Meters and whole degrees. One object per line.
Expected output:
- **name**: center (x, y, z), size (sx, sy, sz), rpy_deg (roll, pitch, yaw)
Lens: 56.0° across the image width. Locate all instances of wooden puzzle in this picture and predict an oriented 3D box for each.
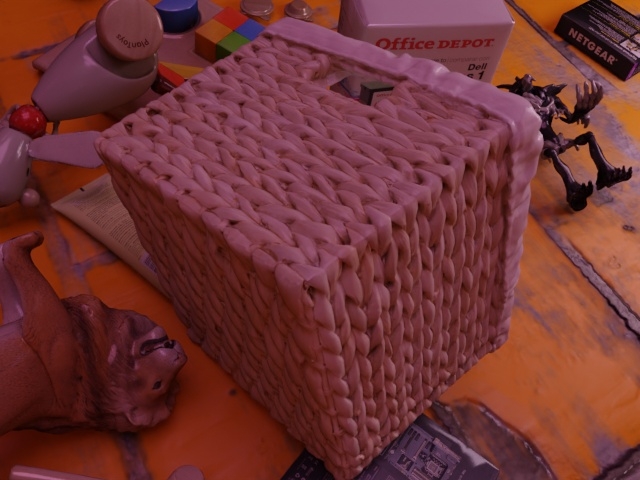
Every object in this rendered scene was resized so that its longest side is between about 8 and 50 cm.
- **wooden puzzle**: center (-0.246, -0.320, 1.003), size (0.347, 0.081, 0.322), rpy_deg (30, 57, 14)

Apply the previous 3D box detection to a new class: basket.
- **basket**: center (0.000, 0.000, 0.620), size (0.266, 0.332, 0.328), rpy_deg (-37, 50, -26)

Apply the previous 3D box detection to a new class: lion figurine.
- **lion figurine**: center (-0.312, 0.136, 0.547), size (0.392, 0.142, 0.240), rpy_deg (-27, 102, -46)

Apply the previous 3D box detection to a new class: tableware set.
- **tableware set**: center (-0.086, -0.475, 1.169), size (0.140, 0.020, 0.169), rpy_deg (0, 54, -8)

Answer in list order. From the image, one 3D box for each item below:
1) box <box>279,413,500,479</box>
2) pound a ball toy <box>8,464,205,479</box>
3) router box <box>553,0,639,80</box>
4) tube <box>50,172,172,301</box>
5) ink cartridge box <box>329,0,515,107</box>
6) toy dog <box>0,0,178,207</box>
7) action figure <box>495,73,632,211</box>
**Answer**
- **box**: center (0.052, 0.281, 0.629), size (0.183, 0.059, 0.233), rpy_deg (33, 57, 16)
- **pound a ball toy**: center (-0.271, 0.310, 0.524), size (0.318, 0.136, 0.208), rpy_deg (6, 24, -9)
- **router box**: center (0.574, -0.403, 1.183), size (0.133, 0.046, 0.179), rpy_deg (-30, 63, -24)
- **tube**: center (-0.252, -0.009, 0.803), size (0.240, 0.062, 0.070), rpy_deg (36, 15, 23)
- **ink cartridge box**: center (0.125, -0.228, 0.862), size (0.201, 0.278, 0.117), rpy_deg (-5, 55, -10)
- **toy dog**: center (-0.314, -0.171, 0.829), size (0.334, 0.161, 0.220), rpy_deg (-46, 30, 5)
- **action figure**: center (0.371, -0.191, 0.954), size (0.164, 0.141, 0.276), rpy_deg (-22, 61, -8)
